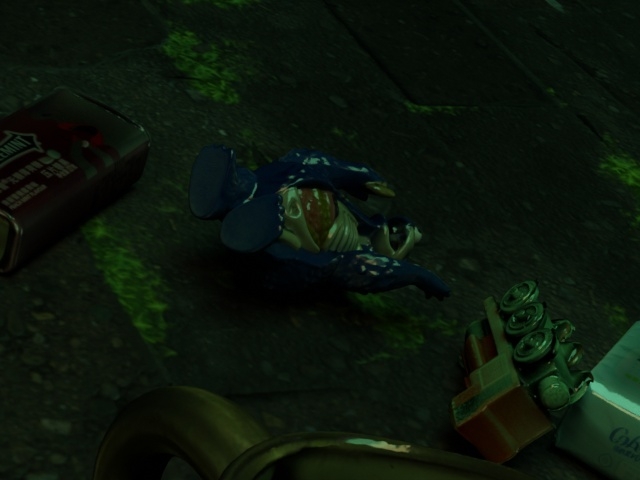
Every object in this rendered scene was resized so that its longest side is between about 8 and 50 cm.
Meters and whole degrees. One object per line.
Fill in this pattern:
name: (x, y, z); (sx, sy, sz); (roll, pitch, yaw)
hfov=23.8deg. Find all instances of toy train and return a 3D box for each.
toy train: (0.166, 0.107, 1.326); (0.074, 0.118, 0.176); (50, 13, -23)

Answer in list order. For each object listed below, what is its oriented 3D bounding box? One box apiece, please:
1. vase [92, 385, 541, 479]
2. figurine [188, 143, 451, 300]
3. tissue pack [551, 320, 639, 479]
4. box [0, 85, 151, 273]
vase: (-0.029, 0.217, 0.859); (0.241, 0.302, 0.329); (-14, 45, -42)
figurine: (-0.007, -0.006, 1.404); (0.262, 0.121, 0.164); (20, 34, -36)
tissue pack: (0.357, 0.184, 1.339); (0.263, 0.089, 0.177); (32, 32, 16)
box: (-0.259, -0.059, 1.369); (0.120, 0.069, 0.224); (29, 34, 13)
